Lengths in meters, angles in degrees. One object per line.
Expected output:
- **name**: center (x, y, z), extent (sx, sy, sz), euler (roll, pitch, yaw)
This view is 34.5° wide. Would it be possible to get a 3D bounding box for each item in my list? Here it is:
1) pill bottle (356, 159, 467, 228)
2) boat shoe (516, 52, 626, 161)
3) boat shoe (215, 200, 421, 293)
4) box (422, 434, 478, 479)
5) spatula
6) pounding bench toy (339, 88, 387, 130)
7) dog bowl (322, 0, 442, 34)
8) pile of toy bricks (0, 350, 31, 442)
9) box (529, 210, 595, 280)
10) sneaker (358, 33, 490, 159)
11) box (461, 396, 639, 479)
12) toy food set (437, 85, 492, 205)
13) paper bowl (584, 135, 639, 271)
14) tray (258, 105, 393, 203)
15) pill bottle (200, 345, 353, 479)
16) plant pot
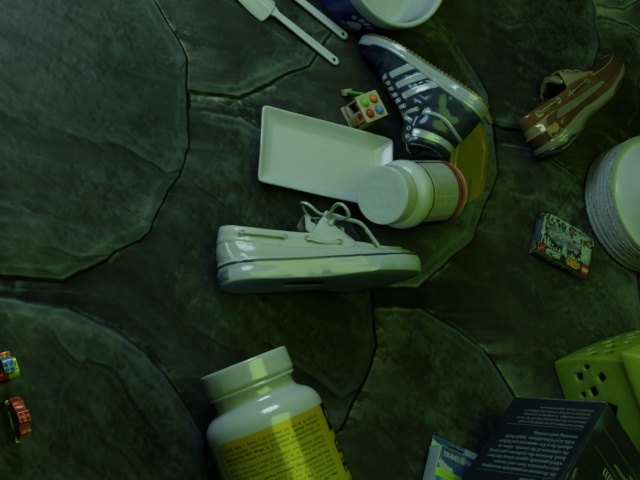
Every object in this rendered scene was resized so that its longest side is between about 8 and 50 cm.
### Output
- **pill bottle**: center (0.162, -0.083, 1.821), extent (0.221, 0.121, 0.121), euler (-7, 77, -57)
- **boat shoe**: center (0.519, -0.300, 2.136), extent (0.120, 0.122, 0.324), euler (47, 58, -5)
- **boat shoe**: center (-0.004, 0.003, 1.752), extent (0.367, 0.136, 0.156), euler (-2, 73, -20)
- **box**: center (0.226, 0.438, 1.790), extent (0.109, 0.042, 0.178), euler (27, 65, -21)
- **spatula**: center (-0.038, -0.442, 1.928), extent (0.242, 0.019, 0.168), euler (37, 59, -19)
- **pounding bench toy**: center (0.075, -0.252, 1.901), extent (0.052, 0.065, 0.083), euler (-26, 89, -32)
- **dog bowl**: center (0.113, -0.523, 1.944), extent (0.265, 0.104, 0.264), euler (1, 88, -38)
- **pile of toy bricks**: center (-0.475, 0.186, 1.435), extent (0.118, 0.105, 0.212), euler (-14, 82, -32)
- **box**: center (0.488, 0.011, 2.076), extent (0.137, 0.027, 0.094), euler (26, 65, -21)
- **sneaker**: center (0.157, -0.261, 1.915), extent (0.282, 0.099, 0.153), euler (35, 90, 17)
- **box**: center (0.380, 0.504, 1.724), extent (0.395, 0.212, 0.293), euler (-50, 115, -30)
- **toy food set**: center (0.264, -0.171, 1.990), extent (0.128, 0.071, 0.217), euler (33, 61, -44)
- **paper bowl**: center (0.705, -0.084, 2.158), extent (0.284, 0.148, 0.284), euler (8, 72, -26)
- **tray**: center (0.009, -0.142, 1.852), extent (0.270, 0.030, 0.145), euler (12, 69, -26)
- **pill bottle**: center (-0.060, 0.340, 1.572), extent (0.188, 0.188, 0.333), euler (-19, 85, -32)
- **plant pot**: center (0.620, 0.288, 1.961), extent (0.227, 0.207, 0.228), euler (-16, 82, -31)
